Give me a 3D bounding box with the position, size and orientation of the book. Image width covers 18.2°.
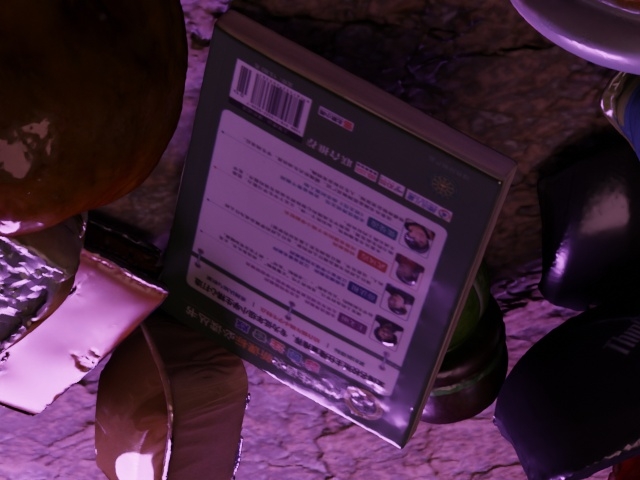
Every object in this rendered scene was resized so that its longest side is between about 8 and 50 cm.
[{"bbox_3d":[0.000,0.000,1.259,0.202,0.027,0.264,28,138,12],"label":"book"}]

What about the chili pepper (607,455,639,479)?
[{"bbox_3d":[0.319,0.199,1.532,0.144,0.136,0.252,-50,139,-2],"label":"chili pepper"}]

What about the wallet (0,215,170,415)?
[{"bbox_3d":[-0.214,0.039,1.352,0.161,0.042,0.195,26,133,-23],"label":"wallet"}]

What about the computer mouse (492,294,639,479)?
[{"bbox_3d":[0.197,0.094,1.338,0.170,0.100,0.269,-22,174,1],"label":"computer mouse"}]

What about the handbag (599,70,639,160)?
[{"bbox_3d":[0.323,-0.012,1.172,0.222,0.241,0.263,-36,132,15],"label":"handbag"}]

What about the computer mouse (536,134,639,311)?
[{"bbox_3d":[0.194,0.002,1.330,0.099,0.057,0.172,-7,140,-8],"label":"computer mouse"}]

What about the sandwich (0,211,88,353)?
[{"bbox_3d":[-0.316,0.014,1.243,0.271,0.099,0.301,33,128,-17],"label":"sandwich"}]

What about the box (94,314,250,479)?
[{"bbox_3d":[-0.112,0.124,1.409,0.111,0.111,0.177,2,138,-7],"label":"box"}]

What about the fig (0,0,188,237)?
[{"bbox_3d":[-0.126,-0.135,1.074,0.190,0.191,0.290,30,114,-32],"label":"fig"}]

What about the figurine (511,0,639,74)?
[{"bbox_3d":[0.134,-0.253,0.992,0.382,0.224,0.205,52,151,-17],"label":"figurine"}]

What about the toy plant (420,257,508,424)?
[{"bbox_3d":[0.075,0.048,1.348,0.092,0.093,0.162,-13,134,9],"label":"toy plant"}]
